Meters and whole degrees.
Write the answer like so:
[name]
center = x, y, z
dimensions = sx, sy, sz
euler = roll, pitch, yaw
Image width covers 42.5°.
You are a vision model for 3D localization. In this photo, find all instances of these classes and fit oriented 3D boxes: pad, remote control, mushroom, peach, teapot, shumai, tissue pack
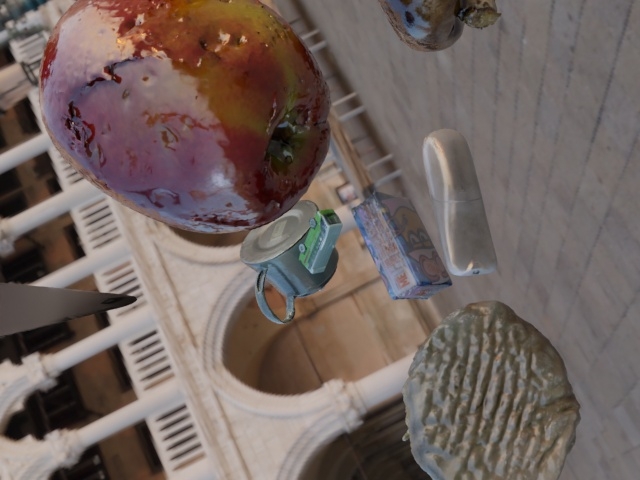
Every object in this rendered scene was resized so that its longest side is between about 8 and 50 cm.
[pad]
center = -0.355, 0.079, 0.569
dimensions = 0.315, 0.375, 0.063
euler = -9, -80, -58
[remote control]
center = 0.195, -0.061, 1.148
dimensions = 0.044, 0.073, 0.229
euler = 106, 158, -63
[mushroom]
center = 0.162, -0.426, 1.353
dimensions = 0.278, 0.163, 0.297
euler = 53, -171, 17
[peach]
center = -0.199, -0.204, 1.155
dimensions = 0.416, 0.339, 0.353
euler = 26, -171, 27
[teapot]
center = -0.041, 0.042, 1.451
dimensions = 0.149, 0.162, 0.239
euler = 54, -134, -29
[shumai]
center = 0.263, 0.261, 1.329
dimensions = 0.262, 0.267, 0.314
euler = 71, -162, -79
[tissue pack]
center = 0.119, 0.010, 1.214
dimensions = 0.115, 0.065, 0.155
euler = 5, -123, -56

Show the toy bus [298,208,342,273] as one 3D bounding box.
[toy bus]
center = 0.000, 0.000, 1.060
dimensions = 0.037, 0.031, 0.083
euler = 51, 133, 34
